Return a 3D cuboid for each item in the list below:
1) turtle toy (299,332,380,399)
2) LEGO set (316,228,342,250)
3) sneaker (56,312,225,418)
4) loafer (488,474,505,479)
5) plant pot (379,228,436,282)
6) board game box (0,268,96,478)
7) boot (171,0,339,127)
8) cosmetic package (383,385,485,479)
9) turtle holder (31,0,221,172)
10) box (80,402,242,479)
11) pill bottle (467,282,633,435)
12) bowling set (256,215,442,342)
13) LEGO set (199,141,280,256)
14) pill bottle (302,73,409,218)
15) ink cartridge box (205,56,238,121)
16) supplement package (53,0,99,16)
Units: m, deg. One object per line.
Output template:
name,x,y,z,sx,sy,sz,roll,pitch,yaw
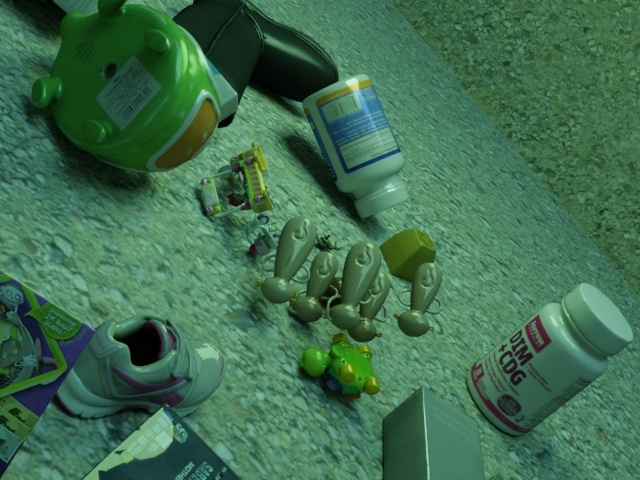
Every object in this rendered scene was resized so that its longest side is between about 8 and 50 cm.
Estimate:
turtle toy,0.030,0.195,1.490,0.130,0.066,0.095,30,27,-27
LEGO set,0.000,-0.001,1.806,0.083,0.023,0.054,40,20,22
sneaker,-0.195,0.147,1.174,0.252,0.111,0.103,3,47,-55
loafer,0.334,0.432,1.614,0.125,0.039,0.045,46,26,3
plant pot,0.184,0.024,1.964,0.081,0.083,0.081,22,32,-39
board game box,-0.394,0.076,0.854,0.347,0.208,0.056,40,-13,-29
boot,-0.146,-0.339,1.946,0.367,0.146,0.445,32,24,-8
cosmetic package,0.168,0.343,1.435,0.127,0.107,0.238,37,29,-15
turtle holder,-0.299,-0.230,1.509,0.320,0.243,0.227,13,-11,32
box,-0.170,0.299,1.040,0.183,0.059,0.233,47,26,2
pill bottle,0.419,0.216,1.785,0.160,0.283,0.160,35,26,-20
bowling set,0.043,0.102,1.575,0.287,0.200,0.154,19,61,4
LEGO set,-0.143,-0.094,1.680,0.287,0.107,0.132,-104,176,-55
pill bottle,0.081,-0.190,1.998,0.272,0.152,0.152,67,26,-3
ink cartridge box,-0.243,-0.224,1.665,0.104,0.180,0.060,50,-15,12
supplement package,-0.436,-0.529,1.687,0.263,0.199,0.198,41,6,-7
